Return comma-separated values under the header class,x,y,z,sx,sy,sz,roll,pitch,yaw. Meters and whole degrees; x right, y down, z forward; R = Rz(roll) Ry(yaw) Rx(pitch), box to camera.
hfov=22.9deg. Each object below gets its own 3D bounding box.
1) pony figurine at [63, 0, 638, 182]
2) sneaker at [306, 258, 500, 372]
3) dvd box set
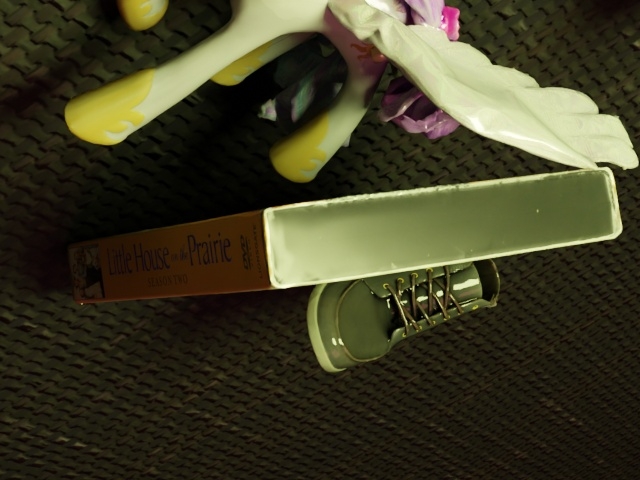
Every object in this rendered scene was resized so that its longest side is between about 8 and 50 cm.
class,x,y,z,sx,sy,sz,roll,pitch,yaw
pony figurine,0.032,-0.170,1.142,0.351,0.302,0.363,10,151,-33
sneaker,0.077,0.053,1.435,0.118,0.083,0.222,-13,-171,29
dvd box set,0.000,0.000,1.319,0.308,0.062,0.420,-8,180,-27
